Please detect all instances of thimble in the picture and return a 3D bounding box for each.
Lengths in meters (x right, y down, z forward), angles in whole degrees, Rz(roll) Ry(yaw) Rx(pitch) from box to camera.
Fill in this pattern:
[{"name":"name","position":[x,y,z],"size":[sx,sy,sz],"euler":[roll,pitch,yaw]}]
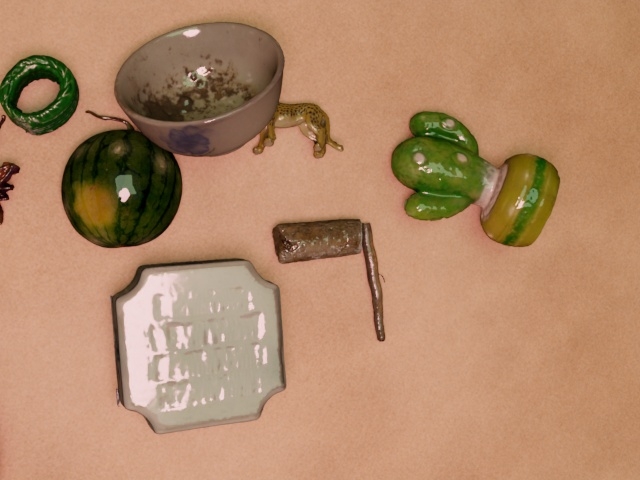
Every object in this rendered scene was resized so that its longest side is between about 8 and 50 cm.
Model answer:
[{"name":"thimble","position":[-0.476,-0.245,1.242],"size":[0.118,0.090,0.130],"euler":[21,81,-12]}]

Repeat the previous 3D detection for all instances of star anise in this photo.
[{"name":"star anise","position":[-0.551,-0.115,1.221],"size":[0.097,0.070,0.190],"euler":[22,101,-12]}]

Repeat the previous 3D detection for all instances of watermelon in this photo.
[{"name":"watermelon","position":[-0.337,-0.103,1.259],"size":[0.204,0.127,0.232],"euler":[16,77,-12]}]

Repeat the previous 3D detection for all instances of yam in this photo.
[{"name":"yam","position":[0.106,0.081,1.430],"size":[0.029,0.027,0.234],"euler":[-9,91,-43]},{"name":"yam","position":[0.000,0.000,1.378],"size":[0.179,0.078,0.078],"euler":[-4,88,-17]}]

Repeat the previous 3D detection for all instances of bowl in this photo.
[{"name":"bowl","position":[-0.194,-0.238,1.271],"size":[0.289,0.146,0.289],"euler":[-5,48,5]}]

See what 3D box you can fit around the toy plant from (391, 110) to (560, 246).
[{"name":"toy plant","position":[0.288,-0.114,1.438],"size":[0.316,0.184,0.224],"euler":[23,76,2]}]

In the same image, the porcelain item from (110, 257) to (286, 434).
[{"name":"porcelain item","position":[-0.212,0.174,1.264],"size":[0.286,0.157,0.281],"euler":[-6,91,-17]}]

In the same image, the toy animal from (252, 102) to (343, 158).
[{"name":"toy animal","position":[-0.046,-0.230,1.379],"size":[0.181,0.073,0.136],"euler":[3,75,-12]}]
